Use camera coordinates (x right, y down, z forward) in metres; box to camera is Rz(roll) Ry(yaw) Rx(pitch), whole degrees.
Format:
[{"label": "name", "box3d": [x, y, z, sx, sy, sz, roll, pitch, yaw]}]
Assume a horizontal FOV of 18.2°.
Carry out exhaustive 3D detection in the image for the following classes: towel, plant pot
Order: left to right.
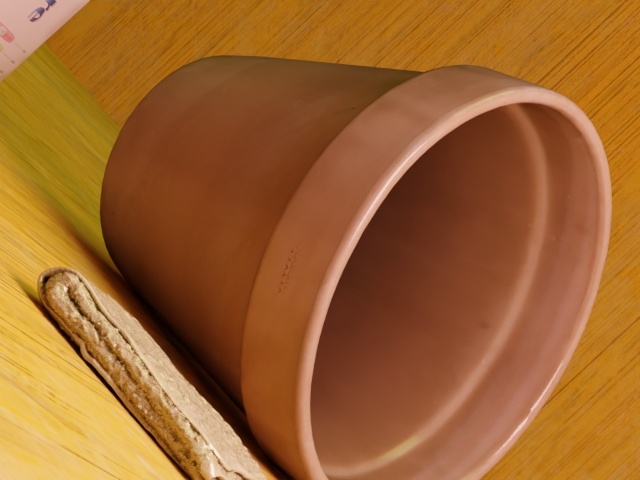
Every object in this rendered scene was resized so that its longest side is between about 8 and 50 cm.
[{"label": "towel", "box3d": [-0.086, 0.077, 1.048, 0.148, 0.027, 0.110, 47, -1, 17]}, {"label": "plant pot", "box3d": [0.000, 0.000, 1.425, 0.280, 0.323, 0.323, 26, -12, 35]}]

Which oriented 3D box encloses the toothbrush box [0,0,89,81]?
[{"label": "toothbrush box", "box3d": [-0.305, -0.294, 1.647, 0.283, 0.206, 0.122, 48, 0, 23]}]
